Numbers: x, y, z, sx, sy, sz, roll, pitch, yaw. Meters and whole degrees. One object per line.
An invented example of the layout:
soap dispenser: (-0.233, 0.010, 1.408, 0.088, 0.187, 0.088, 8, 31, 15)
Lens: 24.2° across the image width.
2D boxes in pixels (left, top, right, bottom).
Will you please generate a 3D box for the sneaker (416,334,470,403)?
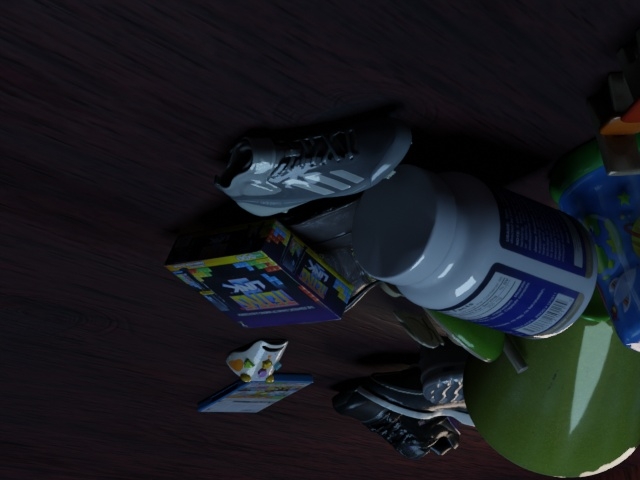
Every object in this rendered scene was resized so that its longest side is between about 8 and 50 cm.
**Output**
sneaker: (0.277, 0.164, 2.250, 0.281, 0.115, 0.105, -4, 148, -20)

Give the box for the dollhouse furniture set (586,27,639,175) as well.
dollhouse furniture set: (0.424, -0.142, 1.461, 0.259, 0.135, 0.262, -4, 159, -16)

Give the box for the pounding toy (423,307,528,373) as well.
pounding toy: (0.203, 0.057, 1.894, 0.110, 0.183, 0.237, -44, 151, 12)

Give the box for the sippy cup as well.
sippy cup: (0.403, 0.004, 1.717, 0.240, 0.224, 0.305, -13, 159, 6)

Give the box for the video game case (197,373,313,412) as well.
video game case: (-0.107, 0.248, 2.419, 0.119, 0.015, 0.166, 6, 154, -37)

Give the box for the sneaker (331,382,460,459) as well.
sneaker: (0.143, 0.308, 2.547, 0.283, 0.124, 0.107, 9, 152, -42)

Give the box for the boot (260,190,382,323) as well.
boot: (0.000, 0.000, 1.733, 0.263, 0.091, 0.229, -25, 151, 24)

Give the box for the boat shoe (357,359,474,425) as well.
boat shoe: (0.183, 0.235, 2.431, 0.114, 0.091, 0.303, 31, -167, 40)

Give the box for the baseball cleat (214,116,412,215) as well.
baseball cleat: (-0.012, -0.079, 1.508, 0.206, 0.072, 0.109, -25, 149, 24)

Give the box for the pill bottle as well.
pill bottle: (0.168, 0.011, 1.627, 0.265, 0.153, 0.153, 19, 145, -41)

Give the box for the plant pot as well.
plant pot: (0.350, 0.135, 2.041, 0.275, 0.274, 0.293, -7, 145, -9)

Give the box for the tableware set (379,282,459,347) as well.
tableware set: (0.139, 0.090, 1.942, 0.169, 0.141, 0.020, 13, 123, -47)

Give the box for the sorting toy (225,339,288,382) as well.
sorting toy: (-0.084, 0.171, 2.202, 0.083, 0.045, 0.075, 3, 136, -34)

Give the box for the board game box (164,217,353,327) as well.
board game box: (-0.071, 0.041, 1.696, 0.170, 0.048, 0.141, -9, 138, 46)
